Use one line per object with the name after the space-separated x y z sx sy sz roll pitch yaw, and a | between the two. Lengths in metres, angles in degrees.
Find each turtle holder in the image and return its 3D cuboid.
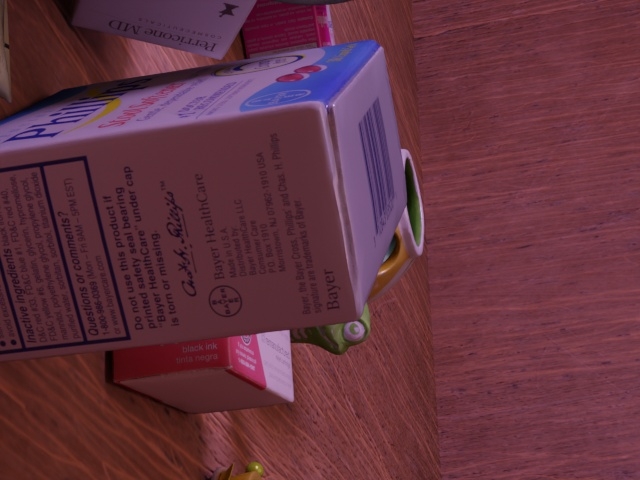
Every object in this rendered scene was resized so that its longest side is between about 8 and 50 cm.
-0.002 -0.020 1.412 0.320 0.227 0.243 -50 131 -73 | turtle holder

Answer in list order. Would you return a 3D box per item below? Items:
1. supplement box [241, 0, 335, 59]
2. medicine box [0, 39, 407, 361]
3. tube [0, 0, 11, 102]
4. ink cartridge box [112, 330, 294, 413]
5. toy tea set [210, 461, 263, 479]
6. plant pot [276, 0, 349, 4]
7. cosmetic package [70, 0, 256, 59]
-0.048 -0.307 1.663 0.111 0.114 0.220 -43 125 -75 | supplement box
-0.099 -0.038 0.882 0.263 0.289 0.149 -60 142 -69 | medicine box
-0.261 -0.164 0.807 0.070 0.062 0.240 -54 169 0 | tube
-0.115 0.011 1.157 0.207 0.117 0.283 46 38 -68 | ink cartridge box
-0.051 0.379 1.175 0.336 0.124 0.200 -79 157 -55 | toy tea set
0.014 -0.439 1.482 0.252 0.248 0.247 15 59 -29 | plant pot
-0.126 -0.286 1.063 0.184 0.151 0.151 130 -35 -53 | cosmetic package
